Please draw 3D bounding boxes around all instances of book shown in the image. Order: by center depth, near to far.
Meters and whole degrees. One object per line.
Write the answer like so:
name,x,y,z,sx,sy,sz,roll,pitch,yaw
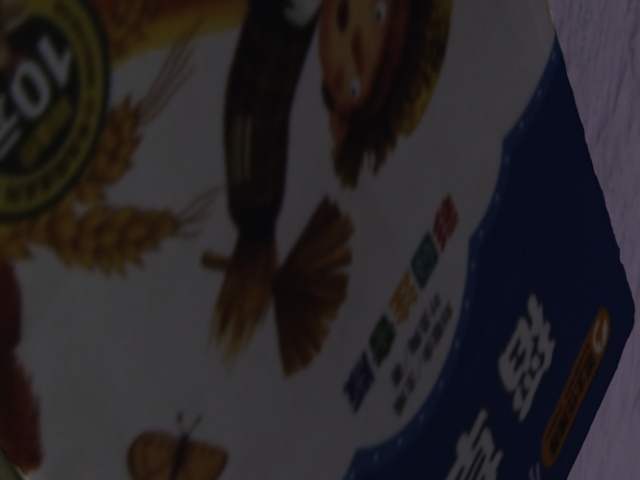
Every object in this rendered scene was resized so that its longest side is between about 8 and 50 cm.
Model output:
book,0.000,0.000,0.651,0.300,0.039,0.428,-59,144,-30
